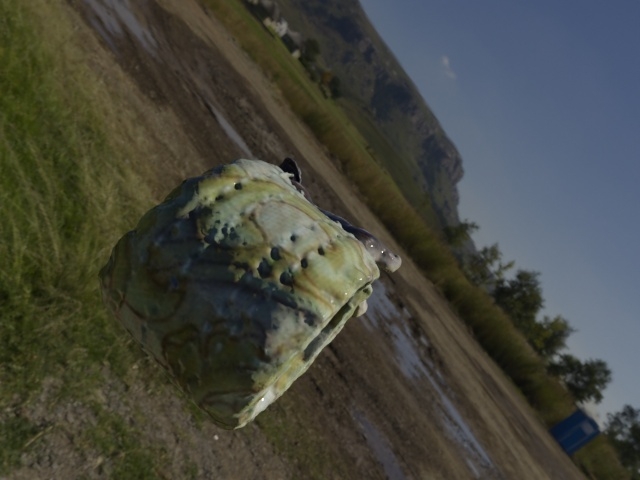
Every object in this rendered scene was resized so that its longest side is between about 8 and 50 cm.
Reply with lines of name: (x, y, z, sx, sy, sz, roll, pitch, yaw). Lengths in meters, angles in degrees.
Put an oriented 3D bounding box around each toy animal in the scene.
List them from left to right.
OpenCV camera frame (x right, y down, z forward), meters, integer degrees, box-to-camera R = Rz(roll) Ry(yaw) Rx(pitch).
toy animal: (0.000, 0.004, 0.891, 0.233, 0.121, 0.168, 32, -14, 43)

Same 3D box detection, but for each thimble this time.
thimble: (-0.052, 0.030, 0.469, 0.143, 0.190, 0.137, 39, -38, 12)

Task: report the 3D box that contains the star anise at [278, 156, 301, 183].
star anise: (-0.073, -0.030, 1.248, 0.212, 0.129, 0.282, 59, -32, 13)
